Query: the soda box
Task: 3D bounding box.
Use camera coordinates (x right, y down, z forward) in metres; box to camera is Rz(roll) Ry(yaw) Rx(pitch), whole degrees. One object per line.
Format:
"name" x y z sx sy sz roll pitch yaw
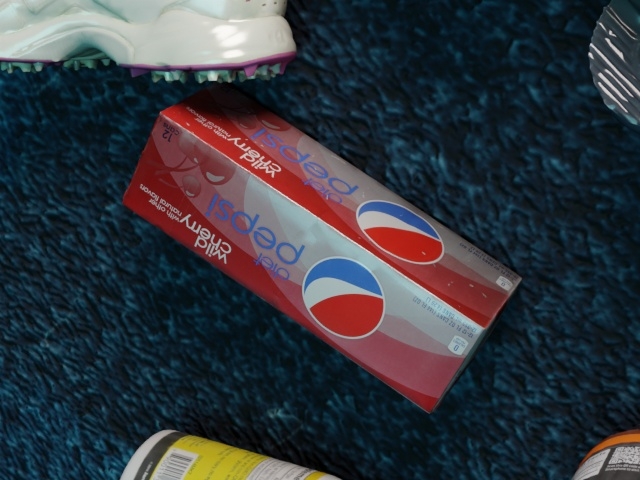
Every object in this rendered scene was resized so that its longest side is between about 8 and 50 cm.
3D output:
"soda box" 0.000 0.000 0.948 0.263 0.092 0.083 34 123 10

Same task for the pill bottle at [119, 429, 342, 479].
"pill bottle" -0.045 0.226 1.049 0.209 0.119 0.119 13 116 21

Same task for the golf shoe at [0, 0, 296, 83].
"golf shoe" -0.159 -0.182 0.953 0.306 0.115 0.140 5 102 18

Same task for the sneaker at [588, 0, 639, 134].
"sneaker" 0.286 -0.168 0.741 0.319 0.131 0.112 -33 78 12

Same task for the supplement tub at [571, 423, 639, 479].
"supplement tub" 0.198 0.188 0.866 0.106 0.198 0.106 10 115 24
